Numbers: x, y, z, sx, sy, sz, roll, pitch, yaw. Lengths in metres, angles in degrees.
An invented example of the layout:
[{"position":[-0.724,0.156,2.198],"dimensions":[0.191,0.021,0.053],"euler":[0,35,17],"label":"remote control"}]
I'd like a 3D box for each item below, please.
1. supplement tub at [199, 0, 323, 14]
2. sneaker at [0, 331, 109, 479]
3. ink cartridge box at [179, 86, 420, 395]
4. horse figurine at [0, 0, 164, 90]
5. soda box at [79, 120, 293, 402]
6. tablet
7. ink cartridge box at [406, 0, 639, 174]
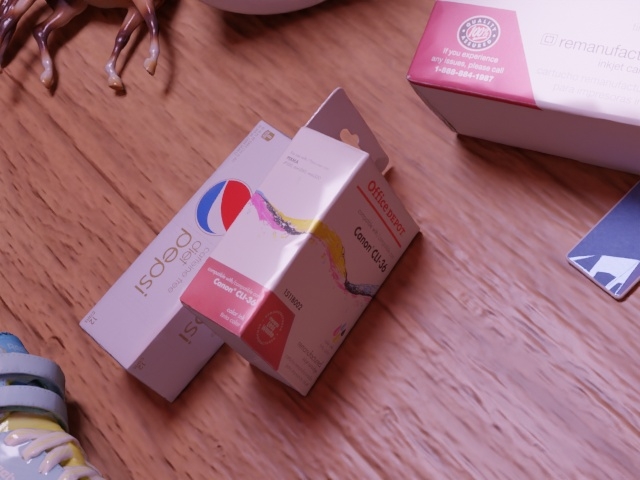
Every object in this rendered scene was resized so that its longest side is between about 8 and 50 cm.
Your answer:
[{"position":[-0.058,-0.389,1.054],"dimensions":[0.207,0.207,0.338],"euler":[-16,57,16],"label":"supplement tub"},{"position":[-0.196,0.163,0.854],"dimensions":[0.319,0.127,0.208],"euler":[-3,62,22],"label":"sneaker"},{"position":[0.000,0.000,0.861],"dimensions":[0.067,0.115,0.198],"euler":[26,76,35],"label":"ink cartridge box"},{"position":[-0.219,-0.228,1.125],"dimensions":[0.263,0.066,0.174],"euler":[3,69,24],"label":"horse figurine"},{"position":[-0.081,0.016,0.915],"dimensions":[0.069,0.074,0.216],"euler":[35,81,35],"label":"soda box"},{"position":[0.220,-0.002,0.828],"dimensions":[0.083,0.006,0.054],"euler":[-45,54,-3],"label":"tablet"},{"position":[0.214,-0.204,0.852],"dimensions":[0.207,0.117,0.283],"euler":[16,81,32],"label":"ink cartridge box"}]
